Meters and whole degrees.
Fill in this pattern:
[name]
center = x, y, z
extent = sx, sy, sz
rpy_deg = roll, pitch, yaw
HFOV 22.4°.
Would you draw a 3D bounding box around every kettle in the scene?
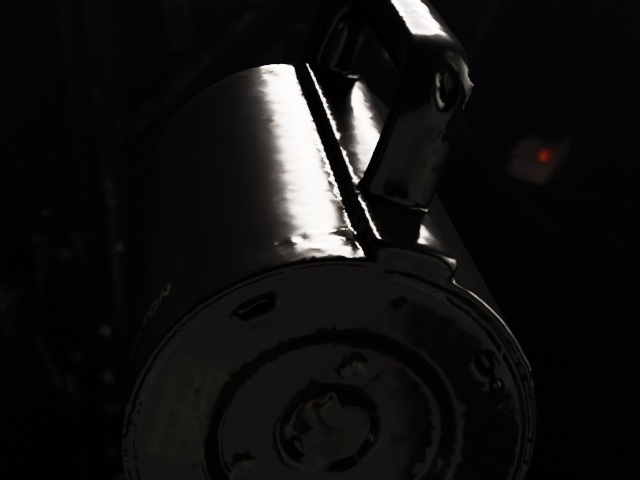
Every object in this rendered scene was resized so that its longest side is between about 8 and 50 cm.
[kettle]
center = -0.014, 0.005, 0.900
extent = 0.308, 0.203, 0.262
rpy_deg = -102, 2, -62
